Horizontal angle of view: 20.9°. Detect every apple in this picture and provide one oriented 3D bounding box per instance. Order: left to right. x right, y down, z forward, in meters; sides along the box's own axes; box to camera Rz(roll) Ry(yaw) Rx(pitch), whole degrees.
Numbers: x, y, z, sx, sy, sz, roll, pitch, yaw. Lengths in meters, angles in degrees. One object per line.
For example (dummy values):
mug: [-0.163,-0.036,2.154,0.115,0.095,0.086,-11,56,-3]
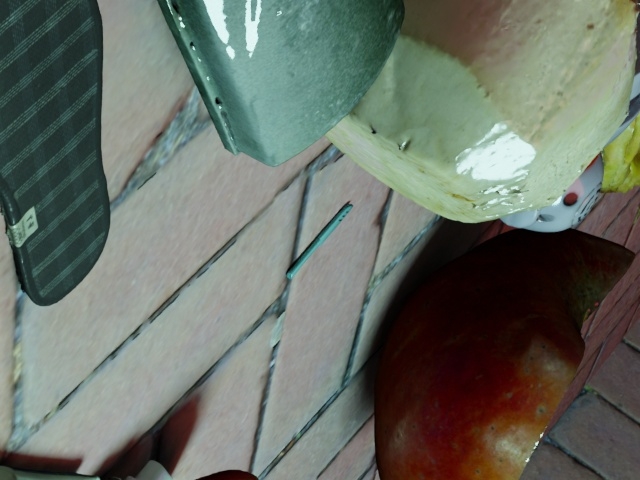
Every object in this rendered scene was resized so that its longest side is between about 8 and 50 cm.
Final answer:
apple: [0.197,0.160,1.850,0.329,0.295,0.365,-12,144,-27]

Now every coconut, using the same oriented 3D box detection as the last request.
coconut: [0.112,-0.137,1.181,0.241,0.241,0.241,-49,162,-22]

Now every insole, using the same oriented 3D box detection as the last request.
insole: [-0.150,-0.053,0.942,0.110,0.012,0.309,-49,161,-28]

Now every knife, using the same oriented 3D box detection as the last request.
knife: [0.000,0.000,1.468,0.091,0.005,0.014,-50,161,-23]

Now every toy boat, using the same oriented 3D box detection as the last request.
toy boat: [-0.033,-0.163,0.940,0.141,0.092,0.319,-51,156,-15]

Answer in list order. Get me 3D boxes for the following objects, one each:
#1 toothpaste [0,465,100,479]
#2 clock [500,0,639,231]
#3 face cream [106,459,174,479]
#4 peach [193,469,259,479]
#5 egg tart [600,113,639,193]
toothpaste: [-0.199,0.177,1.194,0.057,0.035,0.197,-47,166,-1]
clock: [0.197,-0.109,1.524,0.189,0.189,0.254,-45,159,-33]
face cream: [-0.187,0.267,1.319,0.229,0.075,0.075,-50,162,-18]
peach: [-0.142,0.277,1.412,0.279,0.068,0.189,-41,-154,18]
egg tart: [0.363,-0.203,1.886,0.345,0.132,0.345,-49,161,-23]
